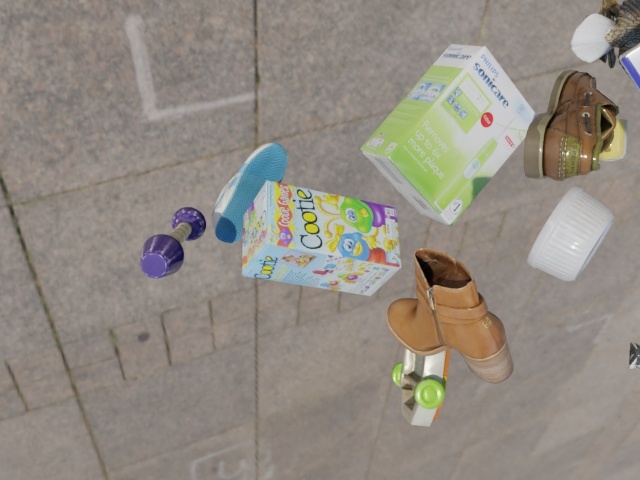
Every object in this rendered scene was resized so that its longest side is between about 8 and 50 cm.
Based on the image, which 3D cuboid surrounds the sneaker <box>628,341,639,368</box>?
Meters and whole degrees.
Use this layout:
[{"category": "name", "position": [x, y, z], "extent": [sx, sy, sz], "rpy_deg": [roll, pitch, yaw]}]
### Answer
[{"category": "sneaker", "position": [0.545, 0.196, 1.381], "extent": [0.043, 0.040, 0.109], "rpy_deg": [4, 169, 22]}]

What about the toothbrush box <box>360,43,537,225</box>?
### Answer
[{"category": "toothbrush box", "position": [0.252, -0.206, 1.583], "extent": [0.283, 0.122, 0.206], "rpy_deg": [-49, 118, -7]}]

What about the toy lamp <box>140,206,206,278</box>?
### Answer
[{"category": "toy lamp", "position": [-0.270, 0.005, 1.500], "extent": [0.080, 0.275, 0.080], "rpy_deg": [2, 106, 5]}]

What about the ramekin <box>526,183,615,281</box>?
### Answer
[{"category": "ramekin", "position": [0.551, -0.008, 1.784], "extent": [0.207, 0.109, 0.207], "rpy_deg": [-47, 158, -26]}]

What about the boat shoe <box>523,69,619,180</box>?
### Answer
[{"category": "boat shoe", "position": [0.386, -0.167, 1.206], "extent": [0.104, 0.307, 0.111], "rpy_deg": [6, 125, 25]}]

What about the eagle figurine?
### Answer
[{"category": "eagle figurine", "position": [0.685, -0.429, 1.643], "extent": [0.226, 0.298, 0.225], "rpy_deg": [17, 99, -40]}]

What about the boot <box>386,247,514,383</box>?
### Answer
[{"category": "boot", "position": [0.129, 0.068, 0.928], "extent": [0.073, 0.197, 0.152], "rpy_deg": [-45, 127, -21]}]

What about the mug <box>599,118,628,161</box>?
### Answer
[{"category": "mug", "position": [0.480, -0.166, 1.368], "extent": [0.078, 0.064, 0.062], "rpy_deg": [-4, 179, -27]}]

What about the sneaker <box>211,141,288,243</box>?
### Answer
[{"category": "sneaker", "position": [-0.154, -0.109, 1.674], "extent": [0.087, 0.092, 0.229], "rpy_deg": [30, 103, -30]}]

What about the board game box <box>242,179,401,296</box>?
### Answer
[{"category": "board game box", "position": [0.000, 0.000, 1.598], "extent": [0.275, 0.142, 0.144], "rpy_deg": [11, 148, -21]}]

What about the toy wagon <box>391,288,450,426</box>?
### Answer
[{"category": "toy wagon", "position": [0.210, 0.191, 1.643], "extent": [0.068, 0.345, 0.267], "rpy_deg": [8, 178, -5]}]

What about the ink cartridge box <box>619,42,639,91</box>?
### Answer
[{"category": "ink cartridge box", "position": [0.447, -0.192, 0.658], "extent": [0.371, 0.069, 0.176], "rpy_deg": [-34, 103, 18]}]
